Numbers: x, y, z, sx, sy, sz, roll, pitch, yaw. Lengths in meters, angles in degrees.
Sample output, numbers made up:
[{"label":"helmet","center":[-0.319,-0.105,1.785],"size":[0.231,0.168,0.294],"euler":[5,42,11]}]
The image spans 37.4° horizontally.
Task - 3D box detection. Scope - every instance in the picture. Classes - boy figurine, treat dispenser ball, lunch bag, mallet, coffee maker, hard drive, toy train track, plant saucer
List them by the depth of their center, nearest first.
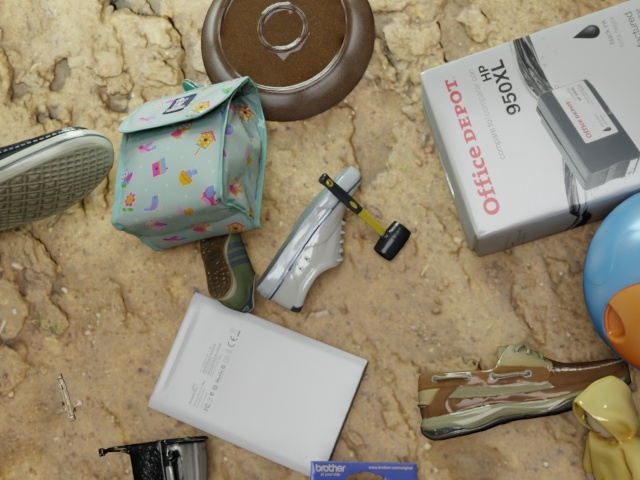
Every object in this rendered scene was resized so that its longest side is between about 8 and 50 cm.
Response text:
[{"label":"boy figurine","center":[0.425,0.334,1.334],"size":[0.092,0.177,0.285],"euler":[-17,105,-15]},{"label":"treat dispenser ball","center":[0.521,0.059,1.341],"size":[0.288,0.288,0.288],"euler":[-2,79,8]},{"label":"coffee maker","center":[-0.248,0.406,1.491],"size":[0.171,0.120,0.178],"euler":[-14,75,30]},{"label":"mallet","center":[0.073,-0.049,1.509],"size":[0.062,0.039,0.190],"euler":[-45,115,-9]},{"label":"hard drive","center":[-0.101,0.232,1.527],"size":[0.307,0.040,0.203],"euler":[21,83,11]},{"label":"lunch bag","center":[-0.211,-0.139,1.542],"size":[0.223,0.160,0.262],"euler":[-11,65,26]},{"label":"toy train track","center":[-0.429,0.263,1.584],"size":[0.048,0.014,0.083],"euler":[-22,76,4]},{"label":"plant saucer","center":[-0.062,-0.360,1.633],"size":[0.310,0.050,0.311],"euler":[-2,80,9]}]

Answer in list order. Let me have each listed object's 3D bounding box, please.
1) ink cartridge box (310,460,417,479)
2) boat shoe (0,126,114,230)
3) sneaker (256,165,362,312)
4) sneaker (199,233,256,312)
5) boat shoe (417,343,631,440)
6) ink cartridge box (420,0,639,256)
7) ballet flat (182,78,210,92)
[{"label":"ink cartridge box","center":[0.053,0.486,1.408],"size":[0.185,0.065,0.311],"euler":[6,81,-20]},{"label":"boat shoe","center":[-0.570,-0.096,1.569],"size":[0.500,0.187,0.156],"euler":[-21,69,19]},{"label":"sneaker","center":[0.000,0.000,1.544],"size":[0.091,0.094,0.258],"euler":[36,87,-10]},{"label":"sneaker","center":[-0.147,0.039,1.560],"size":[0.064,0.086,0.192],"euler":[-28,46,19]},{"label":"boat shoe","center":[0.300,0.214,1.432],"size":[0.324,0.122,0.120],"euler":[-14,74,5]},{"label":"ink cartridge box","center":[0.382,-0.174,1.469],"size":[0.395,0.166,0.285],"euler":[-18,77,5]},{"label":"ballet flat","center":[-0.190,-0.244,1.638],"size":[0.041,0.041,0.114],"euler":[-45,77,-2]}]
